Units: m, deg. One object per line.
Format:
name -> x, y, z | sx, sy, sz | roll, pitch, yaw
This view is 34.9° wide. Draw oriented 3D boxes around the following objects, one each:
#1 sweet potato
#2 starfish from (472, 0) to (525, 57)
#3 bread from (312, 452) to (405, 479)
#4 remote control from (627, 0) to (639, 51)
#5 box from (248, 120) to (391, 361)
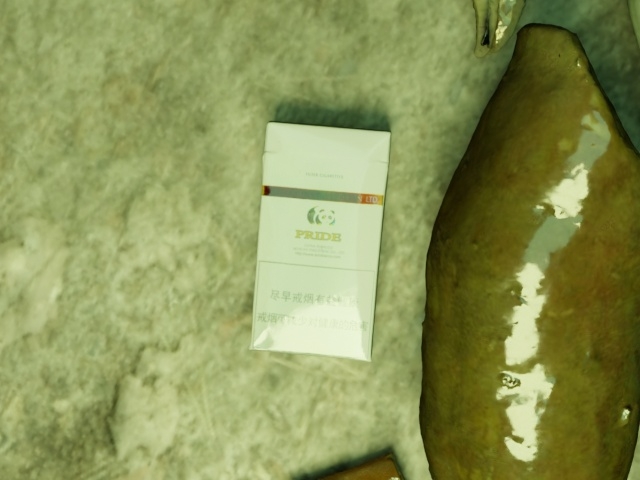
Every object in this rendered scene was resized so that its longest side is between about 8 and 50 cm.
sweet potato -> 0.133, 0.060, 0.629 | 0.158, 0.158, 0.370 | 12, 99, 2
starfish -> 0.072, -0.332, 0.606 | 0.324, 0.082, 0.432 | 15, 106, -21
bread -> 0.021, 0.180, 0.698 | 0.083, 0.036, 0.047 | -19, 89, 2
remote control -> 0.240, -0.069, 0.649 | 0.042, 0.078, 0.221 | -14, 94, 29
box -> 0.000, 0.000, 0.686 | 0.084, 0.040, 0.154 | 5, 93, 6
